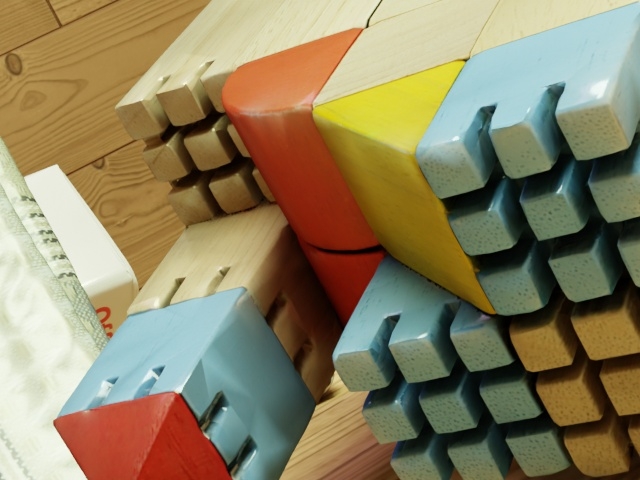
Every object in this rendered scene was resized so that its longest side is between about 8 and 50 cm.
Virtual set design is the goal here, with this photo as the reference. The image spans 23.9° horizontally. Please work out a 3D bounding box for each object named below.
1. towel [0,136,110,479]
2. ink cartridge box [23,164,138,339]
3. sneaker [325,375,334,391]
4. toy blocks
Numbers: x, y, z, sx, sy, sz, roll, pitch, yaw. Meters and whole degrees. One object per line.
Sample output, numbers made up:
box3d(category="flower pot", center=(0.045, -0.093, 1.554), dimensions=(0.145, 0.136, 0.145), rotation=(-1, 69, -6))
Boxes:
box3d(category="towel", center=(-0.245, 0.050, 0.560), dimensions=(0.312, 0.324, 0.056), rotation=(-28, -25, -13))
box3d(category="ink cartridge box", center=(-0.235, 0.079, 0.905), dimensions=(0.237, 0.100, 0.172), rotation=(-24, -30, -21))
box3d(category="sneaker", center=(-0.032, 0.075, 0.709), dimensions=(0.083, 0.032, 0.037), rotation=(-29, 4, -11))
box3d(category="toy blocks", center=(0.079, -0.040, 0.438), dimensions=(0.381, 0.190, 0.261), rotation=(-14, 27, 31))
